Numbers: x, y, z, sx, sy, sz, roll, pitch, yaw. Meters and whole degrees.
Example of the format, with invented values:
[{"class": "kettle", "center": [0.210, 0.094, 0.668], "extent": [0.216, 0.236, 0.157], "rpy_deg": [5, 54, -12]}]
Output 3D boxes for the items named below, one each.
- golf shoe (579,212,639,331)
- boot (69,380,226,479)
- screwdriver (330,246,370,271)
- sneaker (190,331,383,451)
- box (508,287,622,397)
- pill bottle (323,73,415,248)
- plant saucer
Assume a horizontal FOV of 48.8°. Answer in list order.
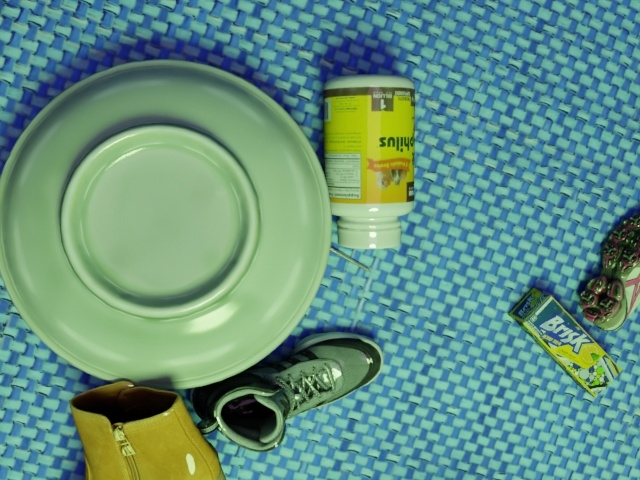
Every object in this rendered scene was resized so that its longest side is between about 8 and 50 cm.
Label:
[{"class": "golf shoe", "center": [0.449, 0.045, 1.032], "extent": [0.086, 0.067, 0.186], "rpy_deg": [28, 92, -39]}, {"class": "boot", "center": [-0.259, 0.273, 0.862], "extent": [0.295, 0.104, 0.211], "rpy_deg": [-14, 116, 18]}, {"class": "screwdriver", "center": [0.000, 0.000, 0.965], "extent": [0.170, 0.024, 0.025], "rpy_deg": [25, 64, -19]}, {"class": "sneaker", "center": [-0.035, 0.199, 0.915], "extent": [0.269, 0.153, 0.101], "rpy_deg": [-13, 99, -8]}, {"class": "box", "center": [0.356, 0.148, 1.028], "extent": [0.169, 0.054, 0.059], "rpy_deg": [44, 89, -13]}, {"class": "pill bottle", "center": [0.063, -0.101, 0.909], "extent": [0.117, 0.117, 0.214], "rpy_deg": [-2, 99, -10]}, {"class": "plant saucer", "center": [-0.180, -0.021, 0.813], "extent": [0.401, 0.100, 0.400], "rpy_deg": [0, 88, -6]}]
